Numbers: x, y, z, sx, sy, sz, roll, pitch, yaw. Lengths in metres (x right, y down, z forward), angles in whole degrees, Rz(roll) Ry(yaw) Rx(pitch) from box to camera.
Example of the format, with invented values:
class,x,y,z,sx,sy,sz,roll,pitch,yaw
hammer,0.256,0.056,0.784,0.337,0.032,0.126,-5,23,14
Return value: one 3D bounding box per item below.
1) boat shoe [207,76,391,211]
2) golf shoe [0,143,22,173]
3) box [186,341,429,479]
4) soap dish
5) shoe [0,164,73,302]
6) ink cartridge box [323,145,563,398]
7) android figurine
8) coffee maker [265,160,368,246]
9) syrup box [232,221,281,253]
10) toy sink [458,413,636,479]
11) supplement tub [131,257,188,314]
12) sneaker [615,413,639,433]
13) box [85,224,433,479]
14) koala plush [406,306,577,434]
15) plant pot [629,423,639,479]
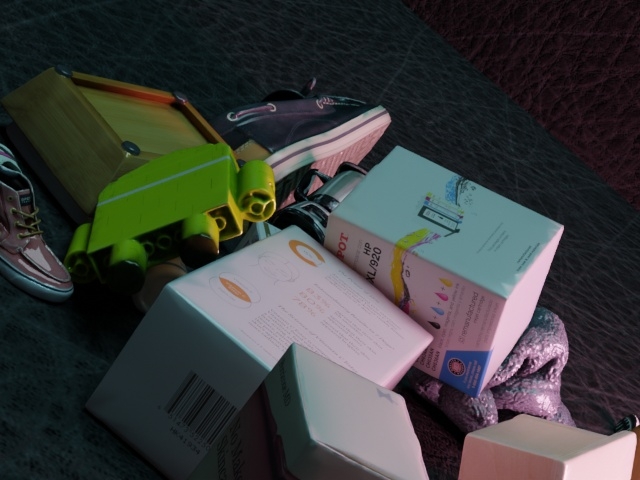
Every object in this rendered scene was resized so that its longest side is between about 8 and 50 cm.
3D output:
class,x,y,z,sx,sy,sz,roll,pitch,yaw
boat shoe,-0.034,-0.157,2.133,0.156,0.187,0.500,46,27,10
golf shoe,-0.399,-0.084,1.543,0.086,0.067,0.186,42,21,13
box,-0.030,0.232,1.192,0.127,0.232,0.148,29,21,-21
soap dish,-0.238,-0.112,1.790,0.291,0.118,0.229,6,36,-52
shoe,-0.325,-0.014,1.486,0.178,0.081,0.063,38,20,7
ink cartridge box,0.135,0.035,1.651,0.233,0.171,0.168,27,43,18
android figurine,-0.169,-0.030,1.547,0.273,0.248,0.056,-100,168,-65
coffee maker,0.000,0.000,1.912,0.120,0.171,0.178,21,35,26
syrup box,-0.006,0.074,1.785,0.237,0.093,0.096,27,22,-23
toy sink,0.253,0.291,1.587,0.131,0.153,0.234,12,9,31
supplement tub,-0.193,0.033,1.610,0.071,0.071,0.107,23,23,-31
sneaker,0.490,0.312,2.147,0.044,0.040,0.109,46,19,-23
box,-0.052,0.136,1.466,0.215,0.168,0.345,39,21,10
koala plush,0.263,0.222,1.786,0.221,0.203,0.196,60,-7,-13
plant pot,0.492,0.335,1.797,0.291,0.203,0.291,37,14,-11
